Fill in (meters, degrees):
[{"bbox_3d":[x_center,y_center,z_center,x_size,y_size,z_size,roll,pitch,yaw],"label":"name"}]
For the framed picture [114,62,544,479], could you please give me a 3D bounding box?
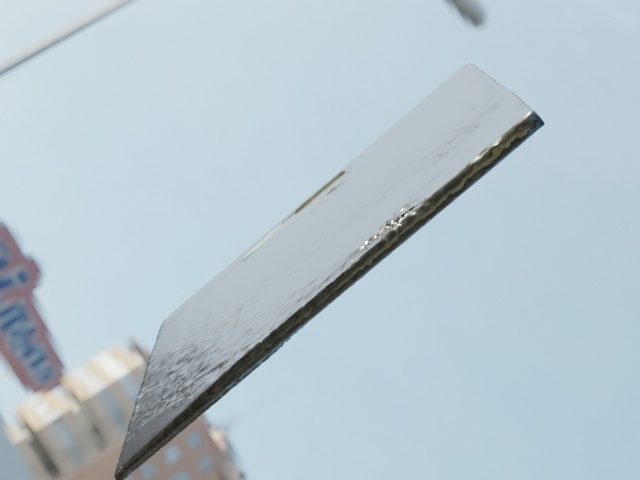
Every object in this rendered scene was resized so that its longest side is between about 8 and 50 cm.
[{"bbox_3d":[0.000,0.000,0.998,0.013,0.244,0.324,49,6,-7],"label":"framed picture"}]
